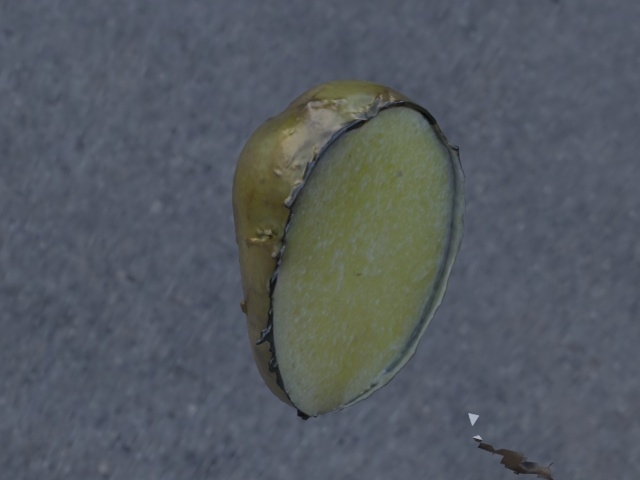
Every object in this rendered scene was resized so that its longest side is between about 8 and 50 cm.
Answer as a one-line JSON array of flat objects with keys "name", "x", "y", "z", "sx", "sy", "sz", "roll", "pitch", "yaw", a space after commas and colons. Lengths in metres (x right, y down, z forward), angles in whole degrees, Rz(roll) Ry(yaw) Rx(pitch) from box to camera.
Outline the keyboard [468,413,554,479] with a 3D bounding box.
[{"name": "keyboard", "x": 0.183, "y": -0.051, "z": 0.273, "sx": 0.381, "sy": 0.041, "sz": 0.103, "roll": -16, "pitch": 27, "yaw": -17}]

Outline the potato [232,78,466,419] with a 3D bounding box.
[{"name": "potato", "x": 0.000, "y": 0.000, "z": 1.024, "sx": 0.164, "sy": 0.200, "sz": 0.081, "roll": -30, "pitch": 42, "yaw": -35}]
